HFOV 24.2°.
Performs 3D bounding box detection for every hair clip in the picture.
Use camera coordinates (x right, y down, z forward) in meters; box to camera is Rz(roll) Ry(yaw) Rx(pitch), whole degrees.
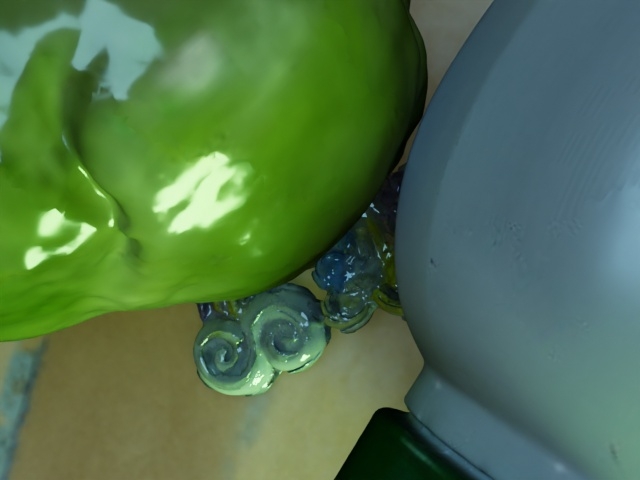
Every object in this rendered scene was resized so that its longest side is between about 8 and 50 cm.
[{"bbox_3d":[0.000,0.000,0.747,0.172,0.049,0.116,-24,72,10],"label":"hair clip"}]

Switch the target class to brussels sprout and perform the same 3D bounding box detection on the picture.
[{"bbox_3d":[-0.089,-0.081,0.622,0.273,0.316,0.243,-33,96,24],"label":"brussels sprout"}]

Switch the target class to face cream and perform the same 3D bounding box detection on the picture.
[{"bbox_3d":[0.178,0.015,0.632,0.312,0.219,0.357,30,93,-22],"label":"face cream"}]
